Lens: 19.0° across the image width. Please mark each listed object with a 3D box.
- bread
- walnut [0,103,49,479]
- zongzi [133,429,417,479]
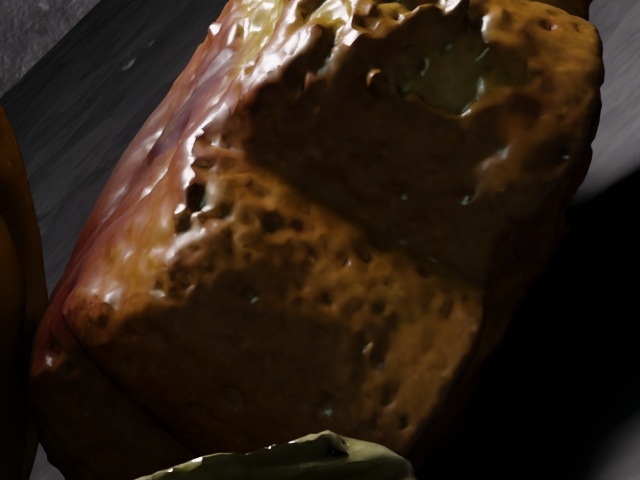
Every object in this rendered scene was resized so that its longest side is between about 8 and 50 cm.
[{"bbox_3d":[0.008,-0.010,0.641,0.232,0.135,0.247,-45,15,45],"label":"bread"},{"bbox_3d":[-0.255,0.009,0.675,0.308,0.398,0.354,-17,8,-10],"label":"walnut"},{"bbox_3d":[-0.166,0.188,0.380,0.360,0.160,0.323,-26,-8,-46],"label":"zongzi"}]
